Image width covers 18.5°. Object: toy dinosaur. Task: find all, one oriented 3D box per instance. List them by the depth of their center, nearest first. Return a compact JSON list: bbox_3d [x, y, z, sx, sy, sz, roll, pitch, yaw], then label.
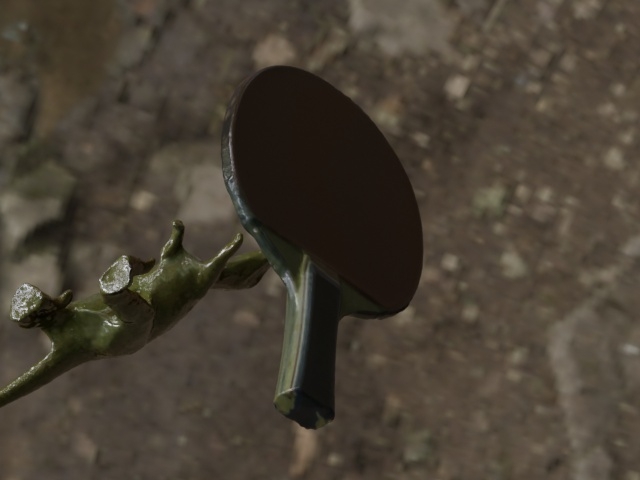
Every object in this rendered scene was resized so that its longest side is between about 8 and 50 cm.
[{"bbox_3d":[-0.102,0.047,0.945,0.162,0.126,0.039,-45,64,16],"label":"toy dinosaur"}]

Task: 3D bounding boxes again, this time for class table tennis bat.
[{"bbox_3d":[0.000,0.000,0.692,0.014,0.095,0.158,-34,33,33],"label":"table tennis bat"}]
